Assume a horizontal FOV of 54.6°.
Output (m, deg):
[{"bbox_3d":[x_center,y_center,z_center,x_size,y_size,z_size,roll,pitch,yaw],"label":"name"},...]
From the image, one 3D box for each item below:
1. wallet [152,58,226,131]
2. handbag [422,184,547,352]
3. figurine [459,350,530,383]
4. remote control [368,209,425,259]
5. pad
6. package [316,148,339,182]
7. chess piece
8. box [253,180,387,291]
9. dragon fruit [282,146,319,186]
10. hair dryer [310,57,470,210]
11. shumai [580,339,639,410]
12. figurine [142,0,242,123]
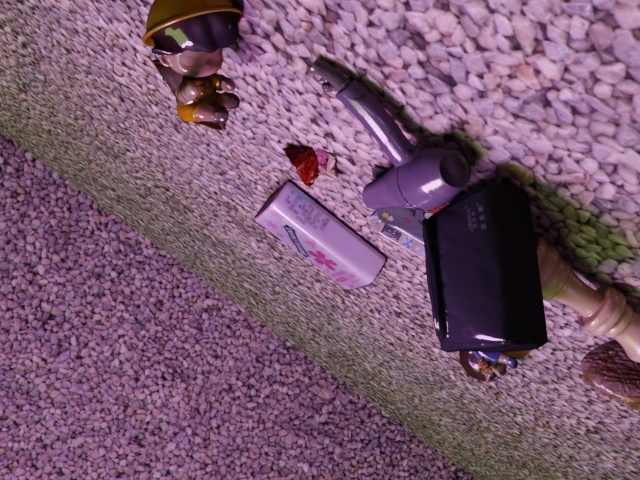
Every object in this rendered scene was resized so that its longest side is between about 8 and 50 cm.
[{"bbox_3d":[-0.318,-0.364,1.537,0.121,0.031,0.232,20,157,23],"label":"wallet"},{"bbox_3d":[0.273,0.066,1.181,0.177,0.302,0.275,2,166,-32],"label":"handbag"},{"bbox_3d":[0.464,0.304,1.683,0.158,0.161,0.275,-4,159,-3],"label":"figurine"},{"bbox_3d":[0.228,-0.003,1.493,0.244,0.047,0.087,31,162,6],"label":"remote control"},{"bbox_3d":[0.225,-0.067,1.353,0.245,0.006,0.170,19,143,29],"label":"pad"},{"bbox_3d":[0.018,-0.174,1.455,0.059,0.029,0.083,30,150,32],"label":"package"},{"bbox_3d":[0.560,0.143,1.227,0.397,0.117,0.117,33,159,0],"label":"chess piece"},{"bbox_3d":[0.000,0.000,1.750,0.369,0.112,0.190,38,160,-9],"label":"box"},{"bbox_3d":[-0.031,-0.179,1.509,0.131,0.063,0.097,56,-178,-45],"label":"dragon fruit"},{"bbox_3d":[0.101,-0.203,1.202,0.361,0.121,0.301,50,158,-13],"label":"hair dryer"},{"bbox_3d":[0.681,0.309,1.350,0.209,0.162,0.153,2,143,25],"label":"shumai"},{"bbox_3d":[-0.240,-0.354,1.175,0.167,0.192,0.257,20,123,24],"label":"figurine"}]
